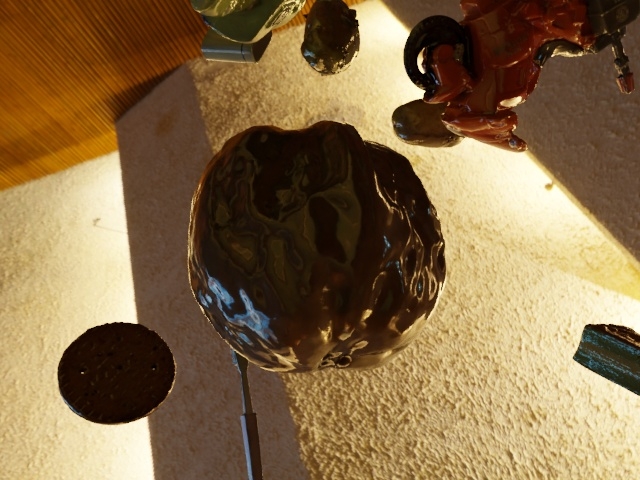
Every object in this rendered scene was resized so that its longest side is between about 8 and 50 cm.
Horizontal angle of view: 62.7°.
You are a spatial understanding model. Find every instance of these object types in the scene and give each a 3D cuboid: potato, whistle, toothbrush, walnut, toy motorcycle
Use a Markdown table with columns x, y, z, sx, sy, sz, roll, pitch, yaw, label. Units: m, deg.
| x | y | z | sx | sy | sz | roll | pitch | yaw | label |
| --- | --- | --- | --- | --- | --- | --- | --- | --- | --- |
| 0.018 | -0.315 | 0.810 | 0.085 | 0.105 | 0.188 | -31 | -155 | 33 | potato |
| 0.232 | -0.242 | 1.083 | 0.170 | 0.080 | 0.107 | -6 | -104 | -7 | potato |
| -0.063 | -0.227 | 0.464 | 0.105 | 0.085 | 0.227 | -42 | -167 | 27 | whistle |
| -0.066 | 0.185 | 0.494 | 0.017 | 0.014 | 0.195 | -31 | -116 | 47 | toothbrush |
| -0.003 | 0.001 | 0.530 | 0.272 | 0.227 | 0.273 | -5 | -124 | 8 | walnut |
| 0.275 | -0.245 | 0.705 | 0.325 | 0.221 | 0.148 | -31 | -156 | -5 | toy motorcycle |

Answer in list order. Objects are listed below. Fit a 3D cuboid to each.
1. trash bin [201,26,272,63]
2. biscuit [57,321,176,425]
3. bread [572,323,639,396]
| x | y | z | sx | sy | sz | roll | pitch | yaw | label |
| --- | --- | --- | --- | --- | --- | --- | --- | --- | --- |
| -0.191 | -0.460 | 1.207 | 0.129 | 0.059 | 0.116 | 10 | -121 | 18 | trash bin |
| -0.336 | 0.219 | 0.879 | 0.187 | 0.027 | 0.188 | 14 | -137 | -14 | biscuit |
| 0.461 | 0.189 | 0.780 | 0.084 | 0.074 | 0.139 | 4 | -157 | -13 | bread |
